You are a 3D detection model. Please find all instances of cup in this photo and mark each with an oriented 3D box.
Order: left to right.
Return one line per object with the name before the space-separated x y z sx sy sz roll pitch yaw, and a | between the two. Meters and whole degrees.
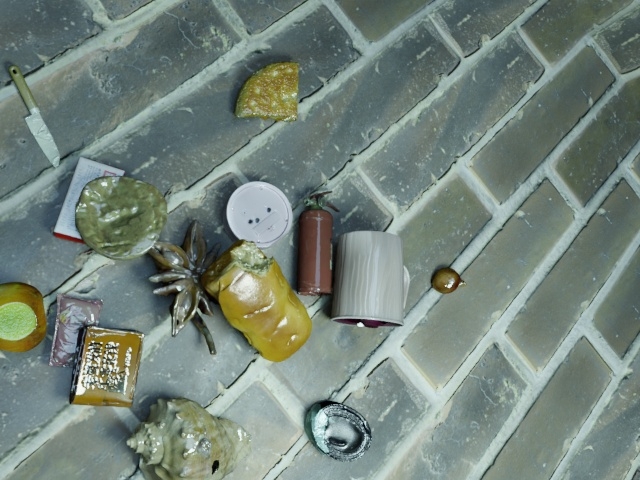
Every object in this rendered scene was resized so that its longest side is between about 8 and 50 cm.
cup | 0.173 0.128 1.632 0.288 0.208 0.273 8 74 -19

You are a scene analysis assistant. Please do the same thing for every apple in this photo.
apple | -0.731 0.180 1.287 0.147 0.146 0.163 -7 97 -31

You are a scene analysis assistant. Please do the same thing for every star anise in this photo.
star anise | -0.345 0.116 1.478 0.349 0.109 0.292 47 60 -10

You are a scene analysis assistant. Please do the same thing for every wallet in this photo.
wallet | -0.535 0.316 1.371 0.161 0.042 0.196 16 72 -36

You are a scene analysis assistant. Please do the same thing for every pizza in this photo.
pizza | -0.144 -0.447 1.709 0.197 0.058 0.292 44 68 -9

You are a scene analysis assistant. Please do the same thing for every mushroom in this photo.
mushroom | 0.435 0.131 1.812 0.129 0.073 0.088 1 48 -24

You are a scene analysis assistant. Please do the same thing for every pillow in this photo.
pillow | -0.617 0.230 1.381 0.118 0.043 0.185 10 78 -26

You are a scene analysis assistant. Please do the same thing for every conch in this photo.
conch | -0.325 0.538 1.369 0.324 0.186 0.263 15 95 -16

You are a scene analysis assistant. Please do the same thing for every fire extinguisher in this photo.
fire extinguisher | 0.000 0.000 1.653 0.147 0.106 0.337 15 72 -45

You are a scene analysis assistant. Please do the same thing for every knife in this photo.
knife | -0.763 -0.326 1.454 0.047 0.017 0.298 -27 93 -23

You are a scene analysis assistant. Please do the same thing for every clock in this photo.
clock | -0.185 -0.071 1.605 0.196 0.068 0.197 5 78 -21

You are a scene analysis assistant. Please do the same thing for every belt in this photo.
belt | 0.046 0.544 1.562 0.198 0.078 0.151 37 72 -14

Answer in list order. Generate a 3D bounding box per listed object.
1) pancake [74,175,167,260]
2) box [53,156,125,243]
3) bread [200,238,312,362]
pancake | -0.513 -0.064 1.419 0.241 0.050 0.242 5 70 -15
box | -0.611 -0.106 1.450 0.123 0.050 0.229 17 72 -20
bread | -0.158 0.169 1.451 0.195 0.148 0.344 -48 128 -21
